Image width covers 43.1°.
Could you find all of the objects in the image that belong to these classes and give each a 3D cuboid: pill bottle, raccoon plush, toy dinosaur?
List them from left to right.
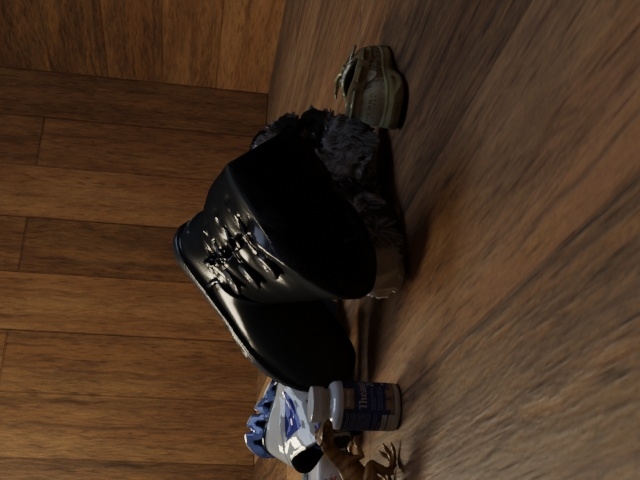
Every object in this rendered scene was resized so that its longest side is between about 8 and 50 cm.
[{"bbox_3d":[0.000,0.000,1.327,0.299,0.216,0.446,87,176,-47],"label":"raccoon plush"},{"bbox_3d":[0.045,0.227,1.113,0.067,0.120,0.067,-176,90,-81],"label":"pill bottle"},{"bbox_3d":[0.067,0.327,1.062,0.211,0.112,0.064,48,125,18],"label":"toy dinosaur"}]

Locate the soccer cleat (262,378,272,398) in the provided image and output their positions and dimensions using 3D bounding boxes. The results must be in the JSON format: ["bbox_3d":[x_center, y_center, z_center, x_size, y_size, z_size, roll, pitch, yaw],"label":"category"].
[{"bbox_3d":[-0.092,0.392,1.935,0.331,0.116,0.143,-170,84,-82],"label":"soccer cleat"}]

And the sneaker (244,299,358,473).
[{"bbox_3d":[-0.004,0.258,1.373,0.182,0.128,0.315,24,103,43],"label":"sneaker"}]

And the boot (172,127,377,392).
[{"bbox_3d":[-0.023,0.062,1.094,0.146,0.367,0.445,-50,8,-24],"label":"boot"}]

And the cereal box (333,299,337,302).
[{"bbox_3d":[-0.034,0.220,1.595,0.173,0.047,0.240,-78,12,-66],"label":"cereal box"}]

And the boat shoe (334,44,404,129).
[{"bbox_3d":[0.068,-0.257,1.306,0.285,0.089,0.104,-105,21,-67],"label":"boat shoe"}]

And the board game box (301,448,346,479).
[{"bbox_3d":[0.006,0.388,1.509,0.193,0.053,0.305,127,147,-74],"label":"board game box"}]
